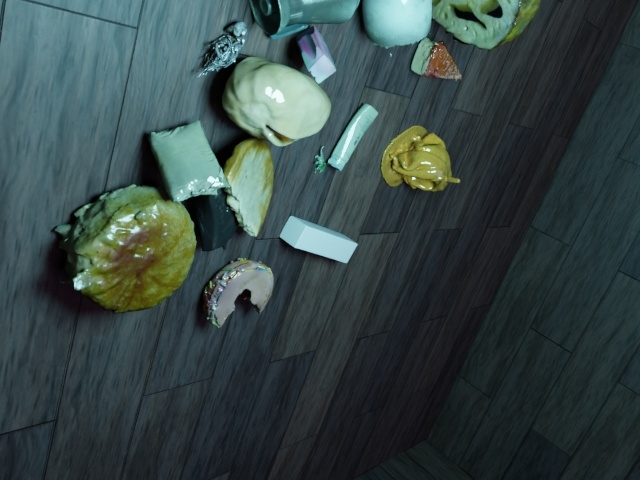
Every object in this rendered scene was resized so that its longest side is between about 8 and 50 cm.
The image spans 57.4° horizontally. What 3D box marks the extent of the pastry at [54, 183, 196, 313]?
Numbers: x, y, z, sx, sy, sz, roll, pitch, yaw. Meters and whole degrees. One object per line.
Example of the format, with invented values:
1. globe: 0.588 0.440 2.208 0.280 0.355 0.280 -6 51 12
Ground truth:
1. pastry: -0.423 0.019 1.344 0.329 0.136 0.330 -28 134 -33

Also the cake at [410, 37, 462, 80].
1. cake: 0.381 -0.577 1.850 0.220 0.086 0.117 -11 128 -43

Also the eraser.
1. eraser: 0.000 0.001 1.870 0.298 0.076 0.078 18 104 -53

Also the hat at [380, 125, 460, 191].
1. hat: 0.371 -0.247 1.974 0.244 0.233 0.234 17 102 -54

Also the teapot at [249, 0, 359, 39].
1. teapot: -0.041 -0.553 1.338 0.225 0.171 0.203 -27 166 -25

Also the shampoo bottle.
1. shampoo bottle: 0.096 -0.310 1.761 0.213 0.049 0.072 -60 148 6

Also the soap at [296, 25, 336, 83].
1. soap: -0.011 -0.458 1.436 0.056 0.149 0.100 -28 146 16

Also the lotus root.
1. lotus root: 0.418 -0.712 1.586 0.111 0.374 0.391 -37 103 -26

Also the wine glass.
1. wine glass: 0.188 -0.670 1.469 0.190 0.190 0.357 -39 141 -22

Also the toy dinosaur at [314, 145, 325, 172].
1. toy dinosaur: 0.005 -0.236 1.739 0.083 0.021 0.062 -58 152 9

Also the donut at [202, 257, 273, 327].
1. donut: -0.238 0.140 1.697 0.232 0.085 0.199 -11 126 -44

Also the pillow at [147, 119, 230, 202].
1. pillow: -0.302 -0.180 1.315 0.134 0.182 0.078 -18 172 -30

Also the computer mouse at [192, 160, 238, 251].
1. computer mouse: -0.269 -0.086 1.483 0.147 0.088 0.264 -52 151 -51

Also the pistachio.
1. pistachio: -0.098 -0.335 1.411 0.318 0.193 0.214 -14 86 -58

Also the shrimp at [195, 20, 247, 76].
1. shrimp: -0.218 -0.422 1.306 0.165 0.056 0.065 -53 161 -21

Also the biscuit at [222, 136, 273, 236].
1. biscuit: -0.180 -0.155 1.507 0.309 0.040 0.205 75 33 -63
